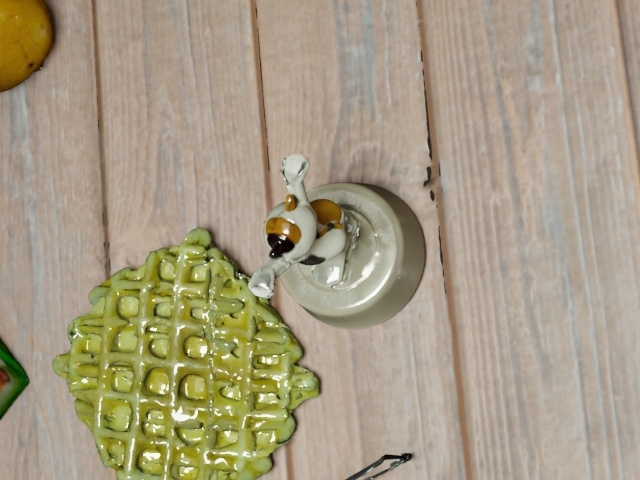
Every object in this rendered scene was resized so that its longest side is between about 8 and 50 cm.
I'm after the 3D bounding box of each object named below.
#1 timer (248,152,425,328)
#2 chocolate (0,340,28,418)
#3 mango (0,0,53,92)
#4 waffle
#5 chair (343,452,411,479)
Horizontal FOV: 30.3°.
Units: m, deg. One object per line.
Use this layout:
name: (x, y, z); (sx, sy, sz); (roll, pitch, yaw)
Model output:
timer: (0.000, 0.000, 1.292); (0.175, 0.266, 0.175); (-3, 81, 18)
chocolate: (-0.551, 0.247, 1.409); (0.161, 0.341, 0.360); (38, 94, 10)
mango: (-0.462, -0.276, 1.512); (0.136, 0.236, 0.166); (9, 79, 62)
waffle: (-0.170, 0.161, 1.428); (0.297, 0.073, 0.317); (-41, 72, 8)
chair: (0.013, 0.340, 1.304); (0.221, 0.145, 0.140); (-25, 74, 15)
